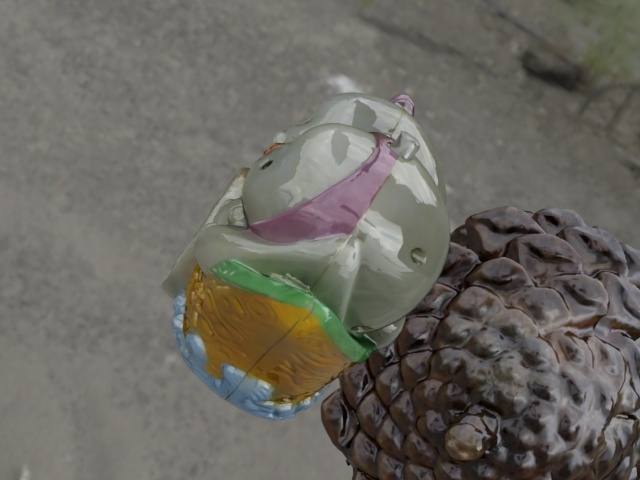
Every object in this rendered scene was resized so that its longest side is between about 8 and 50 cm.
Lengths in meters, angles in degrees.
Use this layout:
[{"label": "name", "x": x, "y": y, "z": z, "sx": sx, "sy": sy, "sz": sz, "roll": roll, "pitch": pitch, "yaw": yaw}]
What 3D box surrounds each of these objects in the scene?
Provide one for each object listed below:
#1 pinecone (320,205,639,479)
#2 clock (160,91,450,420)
[{"label": "pinecone", "x": 0.151, "y": 0.113, "z": 1.180, "sx": 0.242, "sy": 0.298, "sz": 0.296, "roll": 12, "pitch": 15, "yaw": 42}, {"label": "clock", "x": 0.000, "y": 0.000, "z": 0.670, "sx": 0.103, "sy": 0.144, "sz": 0.231, "roll": 32, "pitch": 14, "yaw": -7}]
